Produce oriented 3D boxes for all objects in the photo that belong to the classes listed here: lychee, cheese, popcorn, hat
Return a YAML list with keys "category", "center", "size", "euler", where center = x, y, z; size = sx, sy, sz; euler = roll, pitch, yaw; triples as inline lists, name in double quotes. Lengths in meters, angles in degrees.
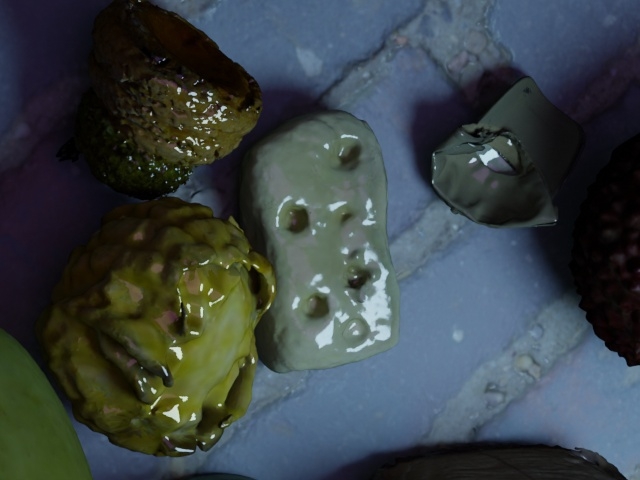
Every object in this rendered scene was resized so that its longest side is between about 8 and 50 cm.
- category: "lychee"
  center: [0.416, 0.008, 1.821]
  size: [0.306, 0.330, 0.306]
  euler: [1, 89, -51]
- category: "cheese"
  center: [0.001, 0.000, 1.763]
  size: [0.159, 0.093, 0.263]
  euler: [-10, 97, -22]
- category: "popcorn"
  center: [-0.157, 0.079, 1.642]
  size: [0.250, 0.190, 0.250]
  euler: [-15, 115, -35]
- category: "hat"
  center: [0.206, -0.088, 1.857]
  size: [0.147, 0.085, 0.175]
  euler: [46, 54, -6]

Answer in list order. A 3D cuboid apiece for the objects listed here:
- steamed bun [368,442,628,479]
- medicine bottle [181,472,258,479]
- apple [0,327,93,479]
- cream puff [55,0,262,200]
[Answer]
- category: "steamed bun"
  center: [0.196, 0.336, 1.780]
  size: [0.301, 0.251, 0.199]
  euler: [0, 103, -17]
- category: "medicine bottle"
  center: [-0.063, 0.367, 1.655]
  size: [0.245, 0.290, 0.245]
  euler: [-2, 94, -21]
- category: "apple"
  center: [-0.405, 0.269, 1.447]
  size: [0.473, 0.473, 0.474]
  euler: [-1, 94, -21]
- category: "cream puff"
  center: [-0.171, -0.121, 1.667]
  size: [0.183, 0.183, 0.169]
  euler: [32, 110, -20]
